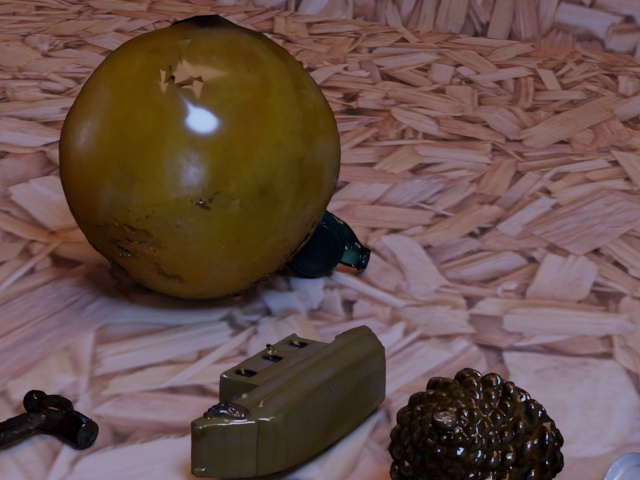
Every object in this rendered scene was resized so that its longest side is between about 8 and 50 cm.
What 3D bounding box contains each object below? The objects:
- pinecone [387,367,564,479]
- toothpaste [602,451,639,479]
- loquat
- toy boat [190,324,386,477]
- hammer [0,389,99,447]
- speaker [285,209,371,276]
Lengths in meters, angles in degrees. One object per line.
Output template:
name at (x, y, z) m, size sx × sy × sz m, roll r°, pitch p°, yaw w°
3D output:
pinecone at (0.100, 0.124, 0.814) m, size 0.109 × 0.102 × 0.102 m, roll 0°, pitch 17°, yaw -40°
toothpaste at (0.281, 0.149, 0.681) m, size 0.100 × 0.066 × 0.323 m, roll 38°, pitch -23°, yaw -31°
loquat at (-0.100, -0.066, 1.117) m, size 0.235 × 0.235 × 0.235 m, roll 5°, pitch 18°, yaw -2°
toy boat at (-0.023, 0.104, 0.902) m, size 0.077 × 0.057 × 0.200 m, roll 10°, pitch 19°, yaw 28°
hammer at (-0.215, 0.129, 0.825) m, size 0.065 × 0.021 × 0.178 m, roll 20°, pitch 24°, yaw 33°
speaker at (0.003, -0.004, 1.223) m, size 0.094 × 0.060 × 0.075 m, roll -1°, pitch 21°, yaw -20°
